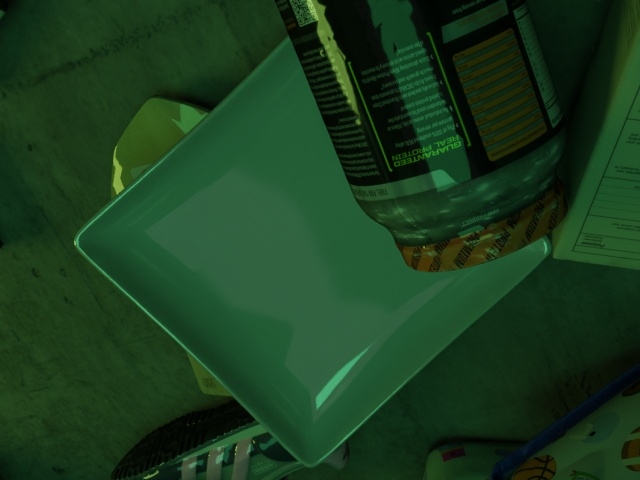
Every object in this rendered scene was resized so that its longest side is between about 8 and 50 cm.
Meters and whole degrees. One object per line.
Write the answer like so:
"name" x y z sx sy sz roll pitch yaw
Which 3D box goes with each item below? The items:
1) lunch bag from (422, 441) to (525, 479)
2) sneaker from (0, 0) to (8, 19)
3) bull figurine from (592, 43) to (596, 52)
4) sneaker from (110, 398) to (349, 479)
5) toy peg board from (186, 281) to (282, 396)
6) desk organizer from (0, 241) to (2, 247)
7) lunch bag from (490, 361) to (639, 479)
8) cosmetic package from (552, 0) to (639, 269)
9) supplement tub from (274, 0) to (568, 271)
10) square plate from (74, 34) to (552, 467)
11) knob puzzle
"lunch bag" 0.232 0.374 1.079 0.224 0.108 0.279 2 119 11
"sneaker" -0.379 -0.187 0.930 0.191 0.071 0.083 -28 123 28
"bull figurine" 0.283 -0.272 0.690 0.189 0.101 0.310 -11 128 24
"sneaker" -0.113 0.275 1.097 0.319 0.112 0.131 -23 109 24
"toy peg board" -0.076 0.095 1.020 0.161 0.079 0.161 -1 118 30
"desk organizer" -0.425 -0.032 1.027 0.047 0.050 0.130 -12 116 18
"lunch bag" 0.423 0.275 0.902 0.386 0.239 0.327 -35 108 -5
"cosmetic package" 0.299 -0.104 0.724 0.160 0.113 0.309 7 146 4
"supplement tub" 0.087 -0.145 0.749 0.194 0.193 0.315 -17 105 20
"square plate" 0.000 0.000 0.891 0.347 0.049 0.344 -43 105 2
"knob puzzle" -0.137 -0.069 0.956 0.213 0.030 0.213 6 120 10
